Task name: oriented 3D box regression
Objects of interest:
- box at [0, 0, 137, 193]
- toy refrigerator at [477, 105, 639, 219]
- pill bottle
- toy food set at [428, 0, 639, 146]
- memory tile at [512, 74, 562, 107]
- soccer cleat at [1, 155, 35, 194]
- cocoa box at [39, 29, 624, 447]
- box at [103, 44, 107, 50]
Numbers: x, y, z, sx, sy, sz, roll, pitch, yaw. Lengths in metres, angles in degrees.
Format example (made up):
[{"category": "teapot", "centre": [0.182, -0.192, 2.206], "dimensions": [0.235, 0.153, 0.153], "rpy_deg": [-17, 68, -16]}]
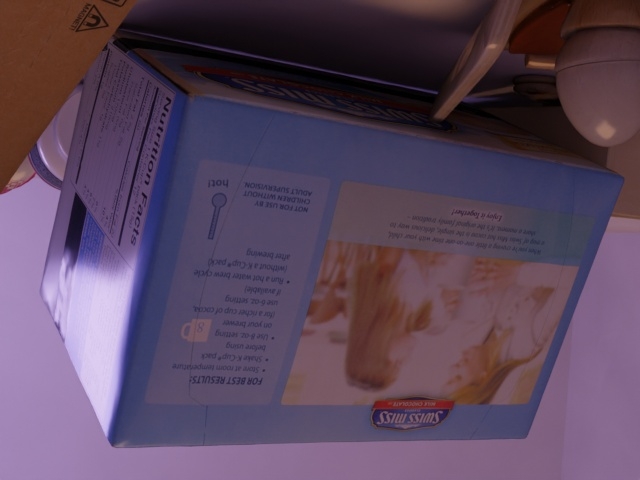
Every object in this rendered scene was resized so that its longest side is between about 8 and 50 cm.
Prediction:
[{"category": "box", "centre": [-0.158, -0.085, 0.337], "dimensions": [0.201, 0.021, 0.164], "rpy_deg": [-46, 152, 25]}, {"category": "toy refrigerator", "centre": [0.188, -0.069, 0.816], "dimensions": [0.102, 0.094, 0.269], "rpy_deg": [5, -176, -34]}, {"category": "pill bottle", "centre": [-0.242, -0.104, 0.919], "dimensions": [0.107, 0.108, 0.180], "rpy_deg": [5, 179, -23]}, {"category": "toy food set", "centre": [0.222, -0.082, 0.476], "dimensions": [0.306, 0.093, 0.220], "rpy_deg": [5, 179, 1]}, {"category": "memory tile", "centre": [0.238, -0.117, 0.710], "dimensions": [0.148, 0.012, 0.113], "rpy_deg": [4, 179, 32]}, {"category": "soccer cleat", "centre": [-0.515, -0.119, 1.138], "dimensions": [0.331, 0.116, 0.143], "rpy_deg": [5, 179, 23]}, {"category": "cocoa box", "centre": [0.000, 0.000, 0.669], "dimensions": [0.347, 0.232, 0.228], "rpy_deg": [6, -162, -30]}, {"category": "box", "centre": [-0.257, -0.145, 0.487], "dimensions": [0.233, 0.044, 0.159], "rpy_deg": [4, 179, 19]}]
